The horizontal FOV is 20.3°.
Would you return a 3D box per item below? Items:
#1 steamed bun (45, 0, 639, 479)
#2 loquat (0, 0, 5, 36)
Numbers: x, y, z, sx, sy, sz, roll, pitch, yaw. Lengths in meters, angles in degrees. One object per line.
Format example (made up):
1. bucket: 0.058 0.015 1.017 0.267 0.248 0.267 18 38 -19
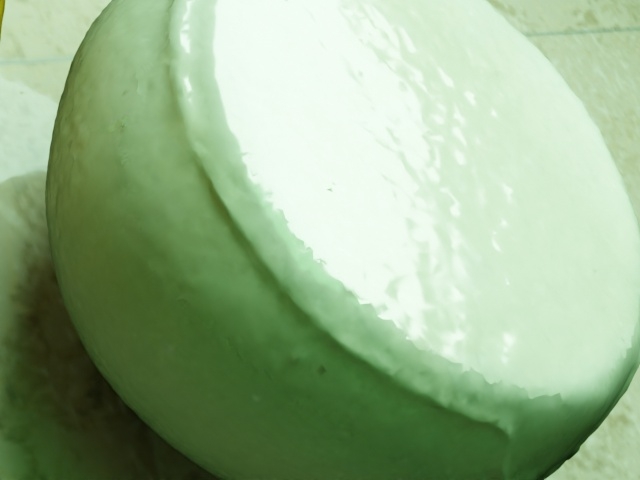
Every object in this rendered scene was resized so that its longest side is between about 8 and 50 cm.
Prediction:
1. steamed bun: 0.000 0.000 0.795 0.283 0.177 0.283 26 43 -27
2. loquat: -0.259 -0.100 0.570 0.328 0.328 0.328 21 50 -27
